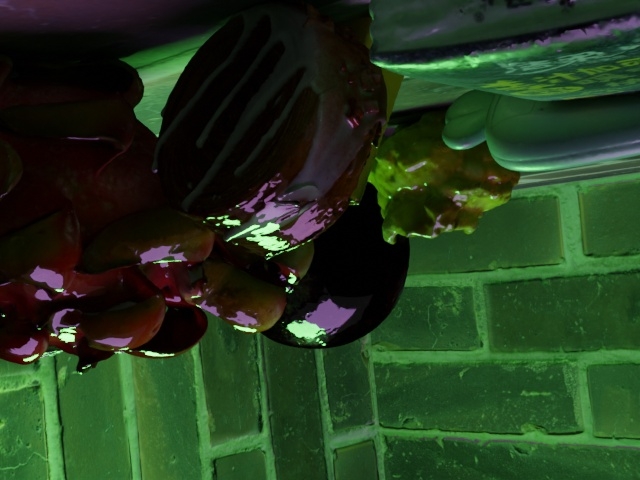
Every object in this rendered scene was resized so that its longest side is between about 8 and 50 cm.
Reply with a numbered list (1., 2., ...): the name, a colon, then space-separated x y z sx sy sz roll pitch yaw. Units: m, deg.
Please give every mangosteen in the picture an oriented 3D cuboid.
1. mangosteen: -0.014 -0.002 1.619 0.296 0.297 0.313 -6 -148 4

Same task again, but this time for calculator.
1. calculator: 0.219 -0.115 0.813 0.295 0.042 0.184 -9 -150 32

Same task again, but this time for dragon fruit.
1. dragon fruit: -0.183 -0.004 0.820 0.243 0.307 0.227 -47 -173 -24

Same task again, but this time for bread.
1. bread: -0.033 -0.074 0.713 0.073 0.161 0.160 29 156 -38

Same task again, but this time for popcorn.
1. popcorn: 0.151 -0.080 1.379 0.197 0.156 0.197 -18 -178 1

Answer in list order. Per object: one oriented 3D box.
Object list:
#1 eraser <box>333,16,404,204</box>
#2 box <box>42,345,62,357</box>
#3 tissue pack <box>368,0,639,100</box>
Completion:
1. eraser: 0.001 -0.086 0.777 0.045 0.122 0.097 30 163 -36
2. box: -0.279 -0.007 1.011 0.226 0.226 0.149 -5 179 -29
3. tissue pack: 0.163 -0.131 0.634 0.185 0.081 0.257 -7 178 31
